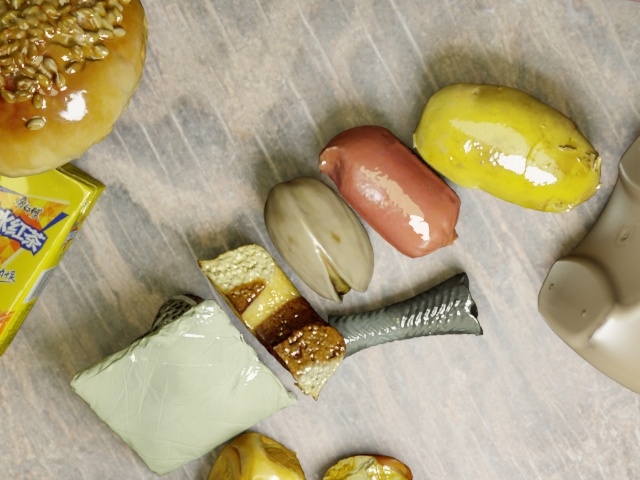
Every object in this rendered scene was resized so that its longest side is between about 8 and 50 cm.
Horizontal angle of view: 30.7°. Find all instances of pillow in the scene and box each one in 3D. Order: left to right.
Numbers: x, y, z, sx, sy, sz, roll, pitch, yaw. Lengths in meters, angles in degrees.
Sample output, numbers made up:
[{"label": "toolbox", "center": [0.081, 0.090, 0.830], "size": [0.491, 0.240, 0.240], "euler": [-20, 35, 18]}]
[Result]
[{"label": "pillow", "center": [-0.219, 0.240, 1.890], "size": [0.274, 0.076, 0.281], "euler": [-31, 127, 7]}]

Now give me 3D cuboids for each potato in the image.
[{"label": "potato", "center": [0.297, -0.146, 1.821], "size": [0.300, 0.140, 0.173], "euler": [22, 101, 0]}]

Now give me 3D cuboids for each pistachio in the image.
[{"label": "pistachio", "center": [0.000, 0.000, 1.860], "size": [0.137, 0.153, 0.238], "euler": [-26, 123, 15]}]

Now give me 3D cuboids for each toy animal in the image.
[{"label": "toy animal", "center": [-0.242, 0.133, 1.906], "size": [0.137, 0.098, 0.098], "euler": [1, 98, -17]}]

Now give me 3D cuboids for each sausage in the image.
[{"label": "sausage", "center": [0.117, -0.079, 1.840], "size": [0.148, 0.148, 0.254], "euler": [-44, 93, 7]}]

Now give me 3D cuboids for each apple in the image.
[{"label": "apple", "center": [0.084, 0.430, 1.912], "size": [0.158, 0.147, 0.156], "euler": [-16, 64, -5]}]

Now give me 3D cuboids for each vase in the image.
[{"label": "vase", "center": [0.135, 0.131, 1.889], "size": [0.237, 0.115, 0.115], "euler": [-16, 97, 8]}]

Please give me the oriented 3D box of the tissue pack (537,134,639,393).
[{"label": "tissue pack", "center": [0.542, 0.041, 1.767], "size": [0.276, 0.267, 0.387], "euler": [28, 98, -22]}]

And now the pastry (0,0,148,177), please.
[{"label": "pastry", "center": [-0.460, -0.293, 1.745], "size": [0.409, 0.245, 0.410], "euler": [-3, 68, 6]}]

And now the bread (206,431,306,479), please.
[{"label": "bread", "center": [-0.137, 0.468, 1.917], "size": [0.132, 0.167, 0.294], "euler": [24, 98, -26]}]

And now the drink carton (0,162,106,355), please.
[{"label": "drink carton", "center": [-0.511, 0.019, 1.897], "size": [0.154, 0.111, 0.351], "euler": [33, 98, -2]}]

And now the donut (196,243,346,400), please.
[{"label": "donut", "center": [-0.059, 0.129, 1.872], "size": [0.112, 0.151, 0.295], "euler": [-39, 72, -4]}]
